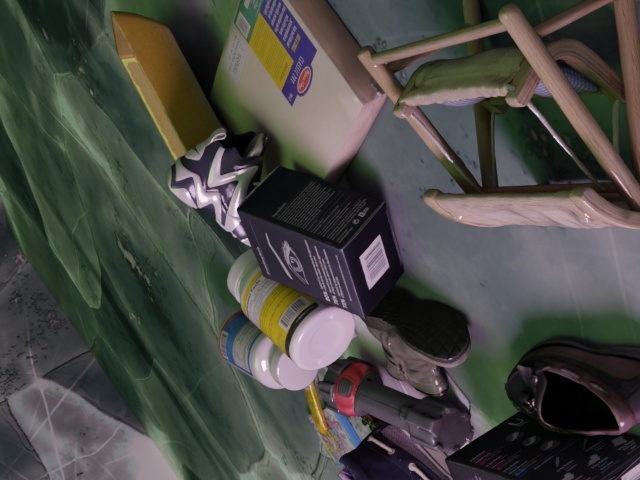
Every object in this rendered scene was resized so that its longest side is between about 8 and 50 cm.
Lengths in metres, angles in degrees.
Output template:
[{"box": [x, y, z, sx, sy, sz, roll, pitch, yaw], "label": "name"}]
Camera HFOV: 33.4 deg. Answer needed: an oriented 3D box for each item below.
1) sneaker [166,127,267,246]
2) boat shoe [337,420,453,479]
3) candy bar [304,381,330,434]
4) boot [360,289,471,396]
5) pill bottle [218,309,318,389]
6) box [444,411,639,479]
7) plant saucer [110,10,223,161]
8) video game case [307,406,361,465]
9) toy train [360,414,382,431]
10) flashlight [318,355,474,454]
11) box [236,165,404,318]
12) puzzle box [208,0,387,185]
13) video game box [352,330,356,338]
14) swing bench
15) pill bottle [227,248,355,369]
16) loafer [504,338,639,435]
[{"box": [-0.104, -0.090, 1.654, 0.235, 0.153, 0.094, 35, -159, -24], "label": "sneaker"}, {"box": [0.171, 0.439, 1.725, 0.340, 0.158, 0.127, 44, 151, 34], "label": "boat shoe"}, {"box": [-0.014, 0.307, 2.094, 0.040, 0.018, 0.161, -2, 106, 62], "label": "candy bar"}, {"box": [0.160, 0.168, 1.580, 0.246, 0.083, 0.161, 23, 147, 56], "label": "boot"}, {"box": [-0.096, 0.214, 2.052, 0.221, 0.124, 0.124, 20, 133, 56], "label": "pill bottle"}, {"box": [0.309, 0.336, 1.358, 0.270, 0.143, 0.165, 0, 114, 64], "label": "box"}, {"box": [-0.246, -0.229, 1.849, 0.332, 0.081, 0.333, 61, 171, -2], "label": "plant saucer"}, {"box": [0.032, 0.387, 2.120, 0.119, 0.015, 0.166, 59, 156, 5], "label": "video game case"}, {"box": [0.094, 0.320, 1.914, 0.158, 0.027, 0.036, 32, 132, 48], "label": "toy train"}, {"box": [0.121, 0.268, 1.727, 0.304, 0.103, 0.103, 14, 132, 52], "label": "flashlight"}, {"box": [0.000, 0.000, 1.566, 0.207, 0.108, 0.153, 22, 147, 34], "label": "box"}, {"box": [-0.046, -0.211, 1.577, 0.272, 0.052, 0.409, 56, 156, 12], "label": "puzzle box"}, {"box": [-0.034, 0.079, 1.877, 0.205, 0.048, 0.187, 13, 130, 59], "label": "video game box"}, {"box": [0.205, -0.116, 1.048, 0.253, 0.165, 0.254, 1, 118, 62], "label": "swing bench"}, {"box": [-0.051, 0.101, 1.681, 0.208, 0.119, 0.119, 40, 148, 41], "label": "pill bottle"}, {"box": [0.298, 0.182, 1.272, 0.109, 0.095, 0.302, 63, 156, -4], "label": "loafer"}]
